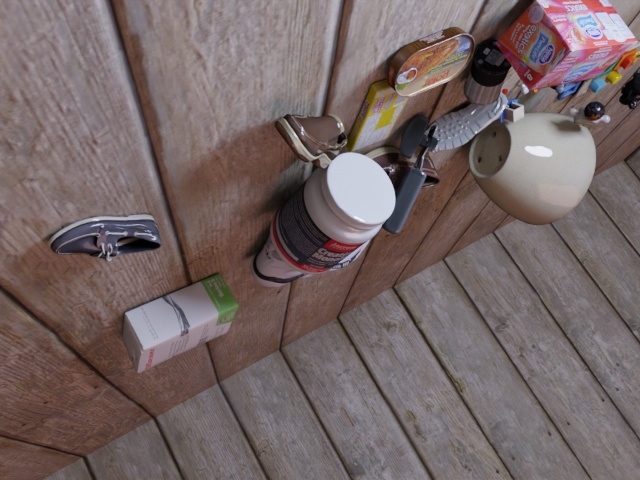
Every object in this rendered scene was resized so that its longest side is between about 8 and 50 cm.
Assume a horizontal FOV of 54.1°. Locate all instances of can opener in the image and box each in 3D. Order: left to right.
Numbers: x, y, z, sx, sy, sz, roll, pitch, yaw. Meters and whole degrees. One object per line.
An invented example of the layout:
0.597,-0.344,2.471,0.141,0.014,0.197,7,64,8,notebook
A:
0.206,-0.153,1.485,0.074,0.093,0.281,-78,-172,-86,can opener

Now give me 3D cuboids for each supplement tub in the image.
0.022,-0.055,1.395,0.191,0.191,0.272,-19,167,-36,supplement tub

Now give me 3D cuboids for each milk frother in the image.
0.396,-0.349,1.349,0.129,0.143,0.135,-34,164,-6,milk frother

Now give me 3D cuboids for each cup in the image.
0.564,-0.228,1.785,0.236,0.331,0.331,12,141,-28,cup

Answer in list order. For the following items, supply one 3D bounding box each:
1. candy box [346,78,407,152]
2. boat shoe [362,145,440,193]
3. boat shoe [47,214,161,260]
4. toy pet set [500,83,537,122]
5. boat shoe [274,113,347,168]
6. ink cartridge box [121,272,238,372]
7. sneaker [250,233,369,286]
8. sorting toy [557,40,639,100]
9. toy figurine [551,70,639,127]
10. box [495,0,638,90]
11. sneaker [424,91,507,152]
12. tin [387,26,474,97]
0.124,-0.265,1.307,0.105,0.027,0.206,-22,161,-23,candy box
0.179,-0.152,1.559,0.342,0.123,0.123,-14,156,-45,boat shoe
-0.376,0.001,1.118,0.206,0.065,0.075,-13,156,-47,boat shoe
0.503,-0.376,1.646,0.122,0.065,0.114,-29,129,-19,toy pet set
-0.007,-0.202,1.159,0.095,0.095,0.257,-37,175,10,boat shoe
-0.375,0.220,1.661,0.272,0.115,0.198,-22,161,-29,ink cartridge box
0.000,0.000,1.651,0.365,0.137,0.210,-20,163,-23,sneaker
0.882,-0.511,1.906,0.347,0.047,0.196,-26,163,-18,sorting toy
0.721,-0.413,1.619,0.209,0.213,0.148,-29,176,6,toy figurine
0.495,-0.398,1.256,0.256,0.128,0.122,-18,163,-36,box
0.361,-0.286,1.577,0.235,0.090,0.095,-30,173,-1,sneaker
0.209,-0.339,1.191,0.189,0.040,0.106,-26,144,-20,tin
